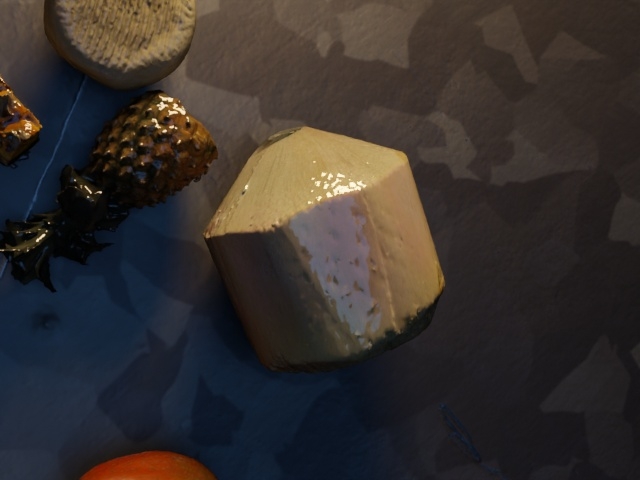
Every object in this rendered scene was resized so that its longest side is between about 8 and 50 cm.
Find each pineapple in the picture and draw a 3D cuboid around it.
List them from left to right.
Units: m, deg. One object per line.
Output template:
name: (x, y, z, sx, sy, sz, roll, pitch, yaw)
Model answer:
pineapple: (-0.328, -0.117, 1.146, 0.069, 0.137, 0.116, -39, 141, -11)
pineapple: (-0.228, -0.046, 1.177, 0.251, 0.125, 0.125, -42, 103, -8)

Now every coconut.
coconut: (0.000, 0.000, 1.188, 0.239, 0.239, 0.244, -20, 97, -17)

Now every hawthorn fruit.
hawthorn fruit: (-0.180, 0.304, 1.163, 0.189, 0.189, 0.189, 0, 91, -19)

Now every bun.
bun: (-0.209, -0.246, 1.170, 0.166, 0.113, 0.173, 41, 77, -22)
